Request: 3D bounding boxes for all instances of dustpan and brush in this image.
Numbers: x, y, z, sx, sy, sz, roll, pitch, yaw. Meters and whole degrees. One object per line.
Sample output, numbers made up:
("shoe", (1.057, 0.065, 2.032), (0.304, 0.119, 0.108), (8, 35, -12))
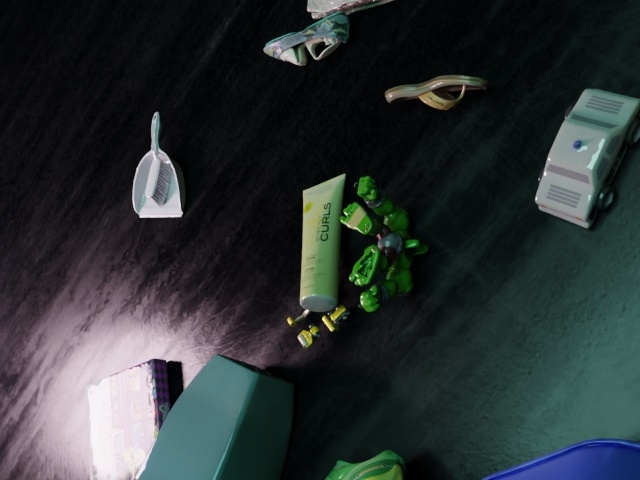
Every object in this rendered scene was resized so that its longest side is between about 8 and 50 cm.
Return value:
("dustpan and brush", (-0.336, -0.157, 1.560), (0.147, 0.060, 0.211), (0, 79, 38))

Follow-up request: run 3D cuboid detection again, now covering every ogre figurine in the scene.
("ogre figurine", (0.098, 0.013, 1.147), (0.097, 0.118, 0.197), (-35, 58, 30))

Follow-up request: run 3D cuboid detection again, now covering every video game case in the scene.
("video game case", (-0.372, 0.368, 1.462), (0.210, 0.042, 0.232), (-24, 65, 31))

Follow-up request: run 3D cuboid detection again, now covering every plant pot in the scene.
("plant pot", (-0.152, 0.318, 1.235), (0.165, 0.166, 0.234), (16, 82, 39))

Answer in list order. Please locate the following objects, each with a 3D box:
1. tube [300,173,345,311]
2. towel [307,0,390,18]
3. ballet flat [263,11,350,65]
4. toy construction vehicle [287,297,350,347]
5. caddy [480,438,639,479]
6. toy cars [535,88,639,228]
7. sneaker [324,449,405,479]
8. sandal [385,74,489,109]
("tube", (0.000, 0.000, 1.257), (0.070, 0.062, 0.240), (5, 59, -2))
("towel", (0.095, -0.505, 1.329), (0.282, 0.049, 0.187), (-7, 75, 36))
("ballet flat", (-0.026, -0.355, 1.376), (0.188, 0.070, 0.070), (-14, 70, 38))
("toy construction vehicle", (-0.002, 0.127, 1.250), (0.098, 0.035, 0.086), (-47, 55, 8))
("caddy", (0.297, 0.375, 0.867), (0.341, 0.179, 0.241), (-31, 85, 28))
("toy cars", (0.430, -0.168, 0.959), (0.394, 0.087, 0.176), (-32, 60, 27))
("sneaker", (0.032, 0.403, 1.117), (0.109, 0.123, 0.295), (44, 128, -6))
("sandal", (0.182, -0.226, 1.180), (0.180, 0.072, 0.049), (-3, 92, 38))
